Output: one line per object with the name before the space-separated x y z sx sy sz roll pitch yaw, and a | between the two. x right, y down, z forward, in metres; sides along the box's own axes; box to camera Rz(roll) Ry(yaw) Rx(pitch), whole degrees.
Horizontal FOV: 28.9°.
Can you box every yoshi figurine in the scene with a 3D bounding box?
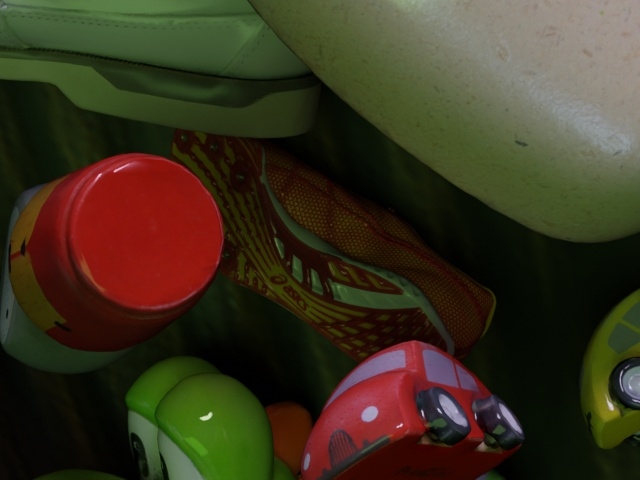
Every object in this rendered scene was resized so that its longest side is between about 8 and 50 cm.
yoshi figurine | -0.073 0.242 0.605 0.203 0.203 0.362 -4 105 26

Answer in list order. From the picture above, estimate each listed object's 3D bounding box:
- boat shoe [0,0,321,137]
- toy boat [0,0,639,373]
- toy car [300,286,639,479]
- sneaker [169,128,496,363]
boat shoe | -0.142 -0.124 0.541 0.302 0.113 0.103 10 108 1
toy boat | 0.009 -0.079 0.436 0.267 0.318 0.148 48 159 -9
toy car | 0.068 0.097 0.547 0.053 0.239 0.225 63 147 28
sneaker | 0.000 0.000 0.567 0.175 0.067 0.064 41 124 18
